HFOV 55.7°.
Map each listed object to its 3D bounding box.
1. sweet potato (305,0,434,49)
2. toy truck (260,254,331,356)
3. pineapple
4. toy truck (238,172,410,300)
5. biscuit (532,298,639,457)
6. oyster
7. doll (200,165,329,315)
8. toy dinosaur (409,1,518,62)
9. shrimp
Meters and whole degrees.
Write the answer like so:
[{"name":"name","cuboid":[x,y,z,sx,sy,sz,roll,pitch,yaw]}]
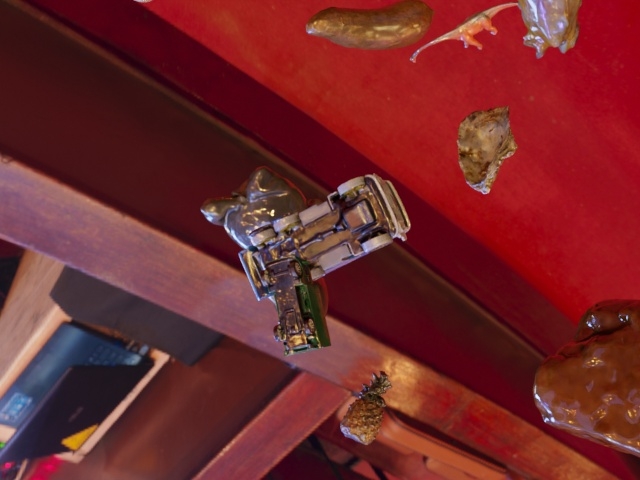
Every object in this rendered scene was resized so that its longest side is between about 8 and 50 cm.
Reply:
[{"name":"sweet potato","cuboid":[0.096,-0.422,1.201,0.292,0.097,0.097,-15,126,-23]},{"name":"toy truck","cuboid":[-0.037,0.099,0.928,0.065,0.147,0.079,-17,171,20]},{"name":"pineapple","cuboid":[0.131,0.437,1.602,0.108,0.108,0.197,41,69,-31]},{"name":"toy truck","cuboid":[0.000,0.000,1.212,0.367,0.175,0.146,-26,84,27]},{"name":"biscuit","cuboid":[0.462,0.185,0.622,0.342,0.395,0.166,22,83,-50]},{"name":"oyster","cuboid":[0.308,-0.169,1.121,0.105,0.177,0.056,-12,152,26]},{"name":"doll","cuboid":[-0.092,0.000,1.520,0.252,0.378,0.382,-41,137,9]},{"name":"toy dinosaur","cuboid":[0.347,-0.492,1.441,0.279,0.055,0.101,-34,144,18]},{"name":"shrimp","cuboid":[0.168,-0.230,0.459,0.051,0.132,0.187,-7,124,16]}]
